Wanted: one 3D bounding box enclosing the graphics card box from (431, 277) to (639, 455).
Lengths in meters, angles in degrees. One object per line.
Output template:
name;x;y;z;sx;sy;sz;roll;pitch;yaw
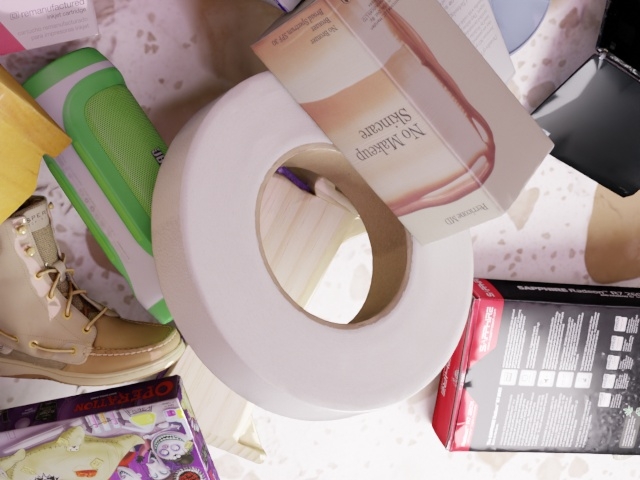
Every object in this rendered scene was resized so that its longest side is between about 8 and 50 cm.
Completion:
graphics card box;0.353;0.179;1.888;0.371;0.094;0.233;3;107;-15

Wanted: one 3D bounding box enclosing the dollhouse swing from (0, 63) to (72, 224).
dollhouse swing;-0.509;-0.119;1.321;0.347;0.305;0.315;-44;160;0

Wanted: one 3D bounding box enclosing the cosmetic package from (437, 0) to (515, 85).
cosmetic package;0.108;-0.228;1.589;0.151;0.151;0.183;-50;127;-34

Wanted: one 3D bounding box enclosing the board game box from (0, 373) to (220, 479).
board game box;-0.301;0.278;1.581;0.347;0.056;0.208;-12;127;7

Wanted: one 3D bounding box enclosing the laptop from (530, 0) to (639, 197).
laptop;0.417;-0.227;1.843;0.234;0.136;0.264;26;71;-31

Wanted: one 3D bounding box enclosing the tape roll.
tape roll;0.000;0.000;1.471;0.392;0.072;0.392;12;68;-33

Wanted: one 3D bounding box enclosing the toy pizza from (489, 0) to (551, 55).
toy pizza;0.204;-0.320;1.697;0.201;0.032;0.201;-9;113;-23

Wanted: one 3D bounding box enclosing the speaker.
speaker;-0.210;-0.060;1.479;0.131;0.131;0.296;-34;89;-10

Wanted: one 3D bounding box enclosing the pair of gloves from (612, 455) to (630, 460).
pair of gloves;0.500;0.195;2.024;0.240;0.042;0.204;-31;116;-14

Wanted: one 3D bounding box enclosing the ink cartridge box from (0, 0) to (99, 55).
ink cartridge box;-0.343;-0.318;1.400;0.172;0.100;0.237;-16;115;-19

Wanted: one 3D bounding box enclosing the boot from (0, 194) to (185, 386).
boot;-0.287;0.052;1.516;0.262;0.095;0.203;2;111;19

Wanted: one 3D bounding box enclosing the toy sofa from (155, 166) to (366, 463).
toy sofa;-0.085;0.070;1.639;0.177;0.150;0.362;24;97;-25

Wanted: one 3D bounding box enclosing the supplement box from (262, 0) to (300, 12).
supplement box;-0.075;-0.337;1.451;0.114;0.220;0.111;-49;120;0

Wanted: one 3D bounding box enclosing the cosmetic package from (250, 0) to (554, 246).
cosmetic package;0.088;-0.154;1.444;0.296;0.153;0.129;47;54;-12
